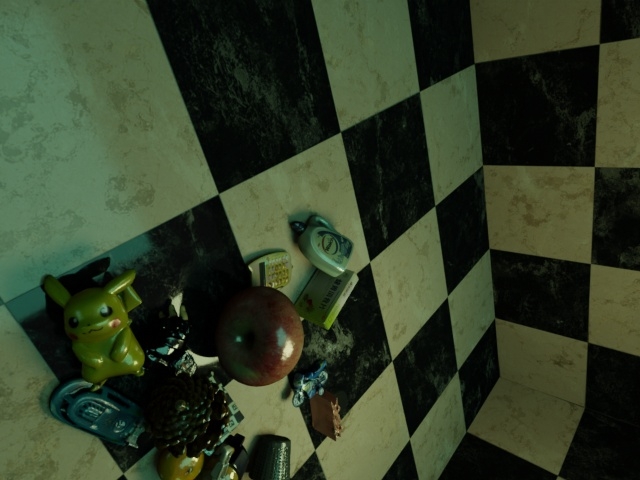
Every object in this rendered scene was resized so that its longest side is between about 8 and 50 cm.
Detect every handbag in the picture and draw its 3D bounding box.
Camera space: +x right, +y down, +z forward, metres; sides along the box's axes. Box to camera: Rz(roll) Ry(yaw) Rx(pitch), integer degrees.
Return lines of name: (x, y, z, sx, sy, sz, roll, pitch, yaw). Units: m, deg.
handbag: (0.025, 0.781, 1.890, 0.059, 0.157, 0.213, -21, 112, -42)

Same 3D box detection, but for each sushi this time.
sushi: (-0.396, 0.608, 1.468, 0.192, 0.040, 0.210, -39, 96, -40)

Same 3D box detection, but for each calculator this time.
calculator: (-0.194, 0.126, 1.625, 0.236, 0.033, 0.157, -13, 106, -47)

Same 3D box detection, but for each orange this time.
orange: (-0.463, 0.741, 1.398, 0.156, 0.124, 0.156, -12, 106, -49)

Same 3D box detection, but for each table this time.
table: (0.071, 0.787, 2.022, 0.133, 0.043, 0.134, -12, 106, -45)

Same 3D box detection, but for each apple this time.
apple: (-0.202, 0.330, 1.461, 0.269, 0.344, 0.345, 11, 90, -68)

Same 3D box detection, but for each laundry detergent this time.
laundry detergent: (0.000, 0.000, 1.725, 0.280, 0.105, 0.215, 39, 47, -15)

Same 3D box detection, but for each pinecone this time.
pinecone: (-0.400, 0.555, 1.304, 0.264, 0.264, 0.264, -11, 106, -44)

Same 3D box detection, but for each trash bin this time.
trash bin: (-0.193, 0.882, 1.694, 0.175, 0.175, 0.161, 26, 66, -46)

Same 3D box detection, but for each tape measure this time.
tape measure: (-0.460, 0.415, 1.387, 0.091, 0.054, 0.094, -31, 114, -34)

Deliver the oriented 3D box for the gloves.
gloves: (-0.480, 0.299, 1.309, 0.204, 0.124, 0.164, -64, 153, -5)

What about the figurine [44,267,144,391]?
figurine: (-0.583, 0.235, 1.138, 0.218, 0.169, 0.327, -16, 117, -19)

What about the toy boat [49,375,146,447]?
toy boat: (-0.627, 0.502, 1.207, 0.134, 0.092, 0.299, -54, 132, -20)

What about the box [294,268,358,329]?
box: (0.021, 0.225, 1.759, 0.261, 0.175, 0.062, -56, 140, -23)

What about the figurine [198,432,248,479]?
figurine: (-0.355, 0.833, 1.477, 0.143, 0.308, 0.308, 41, 61, 2)

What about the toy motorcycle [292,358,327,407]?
toy motorcycle: (-0.048, 0.617, 1.834, 0.254, 0.092, 0.136, -23, 105, -51)
